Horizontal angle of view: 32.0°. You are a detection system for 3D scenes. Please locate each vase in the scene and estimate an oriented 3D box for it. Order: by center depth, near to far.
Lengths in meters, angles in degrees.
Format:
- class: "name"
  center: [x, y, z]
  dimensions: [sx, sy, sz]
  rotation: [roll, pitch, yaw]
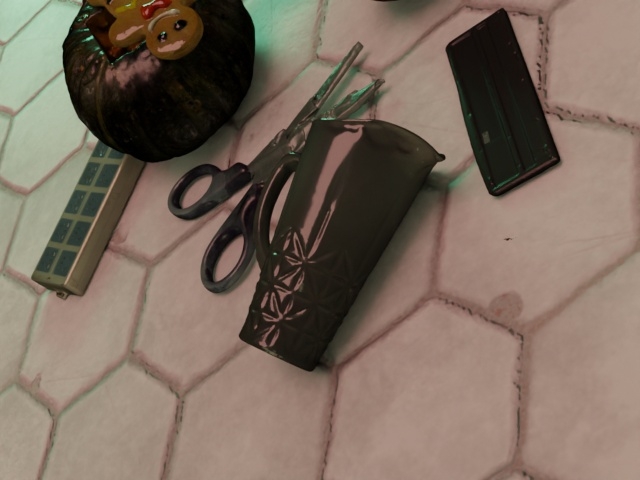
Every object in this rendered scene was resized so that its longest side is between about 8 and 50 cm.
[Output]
- class: "vase"
  center: [0.000, 0.000, 1.360]
  dimensions: [0.251, 0.156, 0.301]
  rotation: [19, 83, 44]

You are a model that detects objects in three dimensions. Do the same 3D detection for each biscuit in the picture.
- class: "biscuit"
  center: [-0.246, -0.342, 1.606]
  dimensions: [0.158, 0.035, 0.240]
  rotation: [-38, 53, -3]

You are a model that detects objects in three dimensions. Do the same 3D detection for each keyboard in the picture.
- class: "keyboard"
  center: [0.223, -0.135, 1.330]
  dimensions: [0.103, 0.041, 0.381]
  rotation: [-30, 40, 24]

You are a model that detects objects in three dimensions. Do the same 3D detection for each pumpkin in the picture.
- class: "pumpkin"
  center: [-0.244, -0.277, 1.704]
  dimensions: [0.320, 0.192, 0.321]
  rotation: [-10, 54, 13]

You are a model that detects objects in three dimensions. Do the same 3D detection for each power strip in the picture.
- class: "power strip"
  center: [-0.353, -0.079, 1.800]
  dimensions: [0.106, 0.043, 0.367]
  rotation: [6, 68, 44]

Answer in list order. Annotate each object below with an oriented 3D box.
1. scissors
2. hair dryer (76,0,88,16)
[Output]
- class: "scissors"
  center: [-0.062, -0.122, 1.574]
  dimensions: [0.383, 0.029, 0.256]
  rotation: [-46, 41, 11]
- class: "hair dryer"
  center: [-0.347, -0.471, 2.044]
  dimensions: [0.312, 0.123, 0.340]
  rotation: [-45, 30, -8]
